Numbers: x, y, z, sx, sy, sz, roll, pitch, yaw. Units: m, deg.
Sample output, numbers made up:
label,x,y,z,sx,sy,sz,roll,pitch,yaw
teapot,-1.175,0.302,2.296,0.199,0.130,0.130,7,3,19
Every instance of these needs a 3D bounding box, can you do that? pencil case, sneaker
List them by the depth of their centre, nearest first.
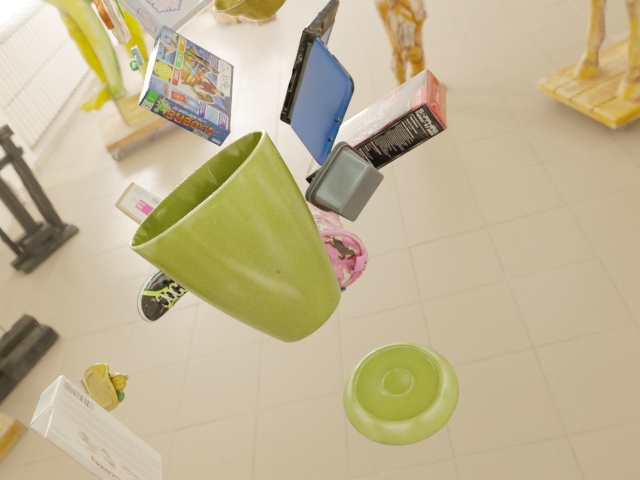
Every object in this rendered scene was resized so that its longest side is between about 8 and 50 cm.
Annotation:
label,x,y,z,sx,sy,sz,roll,pitch,yaw
sneaker,-0.334,0.090,1.403,0.097,0.084,0.235,14,66,53
pencil case,0.000,0.000,1.488,0.160,0.167,0.386,-34,18,0

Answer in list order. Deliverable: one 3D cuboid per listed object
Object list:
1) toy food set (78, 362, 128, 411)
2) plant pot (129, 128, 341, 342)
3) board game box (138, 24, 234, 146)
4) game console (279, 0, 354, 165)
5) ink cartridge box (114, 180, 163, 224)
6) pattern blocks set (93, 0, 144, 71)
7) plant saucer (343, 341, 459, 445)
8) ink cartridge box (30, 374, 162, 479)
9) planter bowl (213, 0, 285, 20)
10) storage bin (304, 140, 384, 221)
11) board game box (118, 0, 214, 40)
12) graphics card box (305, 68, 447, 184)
label,x,y,z,sx,sy,sz,roll,pitch,yaw
toy food set,-0.563,0.381,1.606,0.071,0.128,0.218,-30,-3,-40
plant pot,-0.103,0.019,0.986,0.275,0.293,0.275,-34,22,16
board game box,-0.204,-0.248,0.955,0.035,0.136,0.201,-46,32,33
game console,0.018,-0.377,1.455,0.173,0.293,0.250,29,55,2
ink cartridge box,-0.393,-0.046,1.565,0.235,0.193,0.088,28,82,46
pattern blocks set,-0.508,-0.561,1.436,0.026,0.325,0.285,-22,20,-1
plant saucer,0.158,0.298,1.232,0.241,0.037,0.241,-12,42,11
ink cartridge box,-0.433,0.427,1.188,0.066,0.296,0.261,-43,20,-4
planter bowl,-0.136,-0.570,1.377,0.217,0.090,0.217,-25,44,27
storage bin,0.054,-0.101,1.140,0.091,0.098,0.135,38,95,42
board game box,-0.279,-0.563,1.058,0.319,0.318,0.066,-50,13,-21
graphics card box,0.142,-0.269,1.545,0.371,0.094,0.233,-30,26,28
